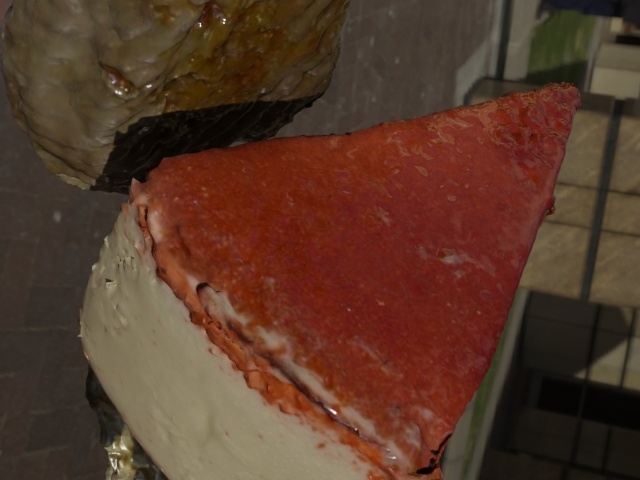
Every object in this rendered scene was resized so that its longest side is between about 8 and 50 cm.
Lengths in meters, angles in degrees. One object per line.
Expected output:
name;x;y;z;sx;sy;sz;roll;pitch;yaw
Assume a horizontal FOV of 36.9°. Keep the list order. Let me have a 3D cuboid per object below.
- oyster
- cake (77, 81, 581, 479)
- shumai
oyster;-0.198;0.216;1.076;0.166;0.110;0.341;92;-4;-57
cake;0.000;0.000;0.468;0.158;0.160;0.262;-51;-174;49
shumai;-0.090;-0.149;0.512;0.185;0.184;0.218;63;-24;20
